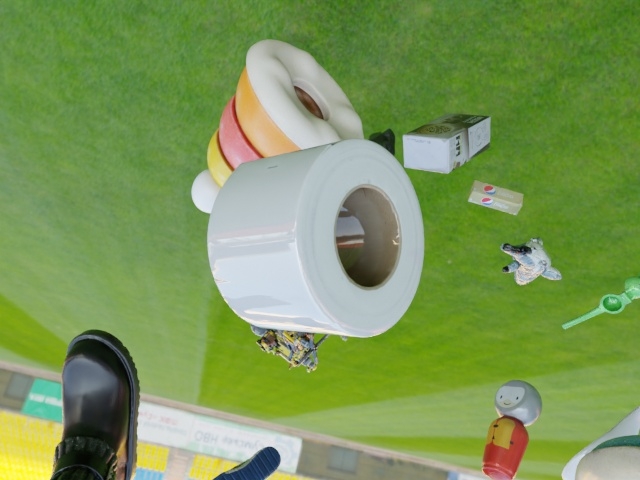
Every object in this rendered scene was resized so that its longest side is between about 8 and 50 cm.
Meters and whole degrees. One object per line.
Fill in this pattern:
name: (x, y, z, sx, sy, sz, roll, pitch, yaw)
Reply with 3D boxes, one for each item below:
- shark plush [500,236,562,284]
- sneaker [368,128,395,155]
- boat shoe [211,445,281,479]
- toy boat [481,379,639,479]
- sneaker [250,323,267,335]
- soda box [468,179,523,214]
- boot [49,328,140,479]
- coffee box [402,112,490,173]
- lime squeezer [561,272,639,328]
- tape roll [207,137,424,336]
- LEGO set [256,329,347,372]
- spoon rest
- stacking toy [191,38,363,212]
shark plush: (0.300, 0.037, 0.840, 0.067, 0.073, 0.161, -31, 162, 23)
sneaker: (0.175, -0.279, 1.705, 0.089, 0.170, 0.051, -24, 121, 29)
boat shoe: (-0.155, 0.458, 1.074, 0.183, 0.066, 0.066, -19, 158, -41)
toy boat: (0.387, 0.306, 0.783, 0.318, 0.148, 0.267, 18, 145, 21)
sneaker: (-0.131, 0.187, 1.838, 0.101, 0.267, 0.106, 31, -174, 12)
soda box: (0.626, -0.153, 2.049, 0.181, 0.061, 0.058, 17, 144, 5)
boot: (-0.412, 0.351, 0.980, 0.131, 0.347, 0.260, -4, -172, 6)
coffee box: (0.427, -0.330, 1.917, 0.168, 0.297, 0.118, 15, 123, 39)
lime squeezer: (0.767, 0.136, 1.487, 0.059, 0.310, 0.110, 48, -174, -17)
tape roll: (0.000, 0.000, 0.752, 0.169, 0.246, 0.246, -3, 154, 44)
LEGO set: (0.037, 0.179, 1.312, 0.192, 0.331, 0.255, 34, 153, 25)
spoon rest: (0.557, 0.360, 1.030, 0.276, 0.084, 0.137, -30, 133, 7)
stacking toy: (-0.165, -0.214, 1.410, 0.351, 0.350, 0.480, 29, 128, -36)
